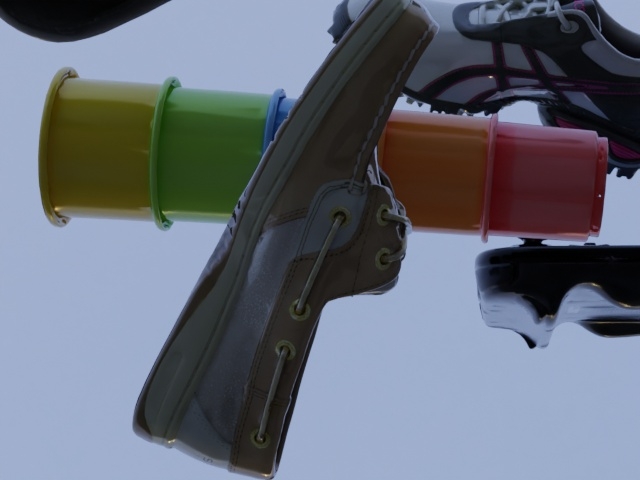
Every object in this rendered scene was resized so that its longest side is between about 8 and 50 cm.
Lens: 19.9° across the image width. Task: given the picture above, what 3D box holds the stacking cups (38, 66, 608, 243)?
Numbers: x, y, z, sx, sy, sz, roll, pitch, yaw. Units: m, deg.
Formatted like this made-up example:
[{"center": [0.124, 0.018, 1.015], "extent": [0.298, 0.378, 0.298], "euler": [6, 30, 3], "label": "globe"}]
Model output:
[{"center": [0.003, -0.043, 1.033], "extent": [0.316, 0.096, 0.096], "euler": [4, -61, 8], "label": "stacking cups"}]

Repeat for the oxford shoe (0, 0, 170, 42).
[{"center": [-0.018, -0.224, 0.850], "extent": [0.449, 0.130, 0.169], "euler": [-29, -32, 36], "label": "oxford shoe"}]

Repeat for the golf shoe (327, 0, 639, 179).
[{"center": [0.145, -0.148, 1.351], "extent": [0.273, 0.105, 0.120], "euler": [17, -51, -8], "label": "golf shoe"}]

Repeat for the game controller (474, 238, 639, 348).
[{"center": [0.196, 0.034, 1.310], "extent": [0.166, 0.319, 0.067], "euler": [-9, -97, 4], "label": "game controller"}]

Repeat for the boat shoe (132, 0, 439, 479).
[{"center": [0.000, 0.000, 0.465], "extent": [0.045, 0.050, 0.135], "euler": [28, -74, 1], "label": "boat shoe"}]
